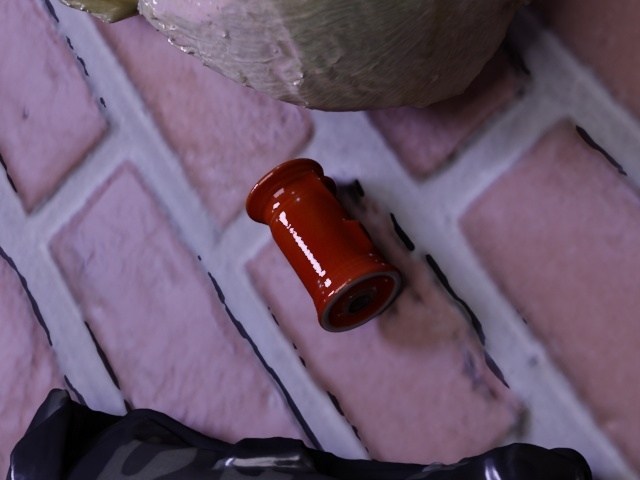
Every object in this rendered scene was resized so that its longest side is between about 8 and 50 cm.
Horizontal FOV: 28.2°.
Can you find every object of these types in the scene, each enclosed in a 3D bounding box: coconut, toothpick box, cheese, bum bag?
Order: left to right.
[{"bbox_3d":[-0.125,-0.158,0.751,0.060,0.041,0.084,5,66,26],"label":"cheese"},{"bbox_3d":[-0.040,0.144,0.588,0.340,0.095,0.144,2,50,31],"label":"bum bag"},{"bbox_3d":[0.000,0.000,0.630,0.047,0.047,0.083,-44,59,16],"label":"toothpick box"},{"bbox_3d":[0.013,-0.146,0.581,0.194,0.194,0.194,-8,74,31],"label":"coconut"}]
